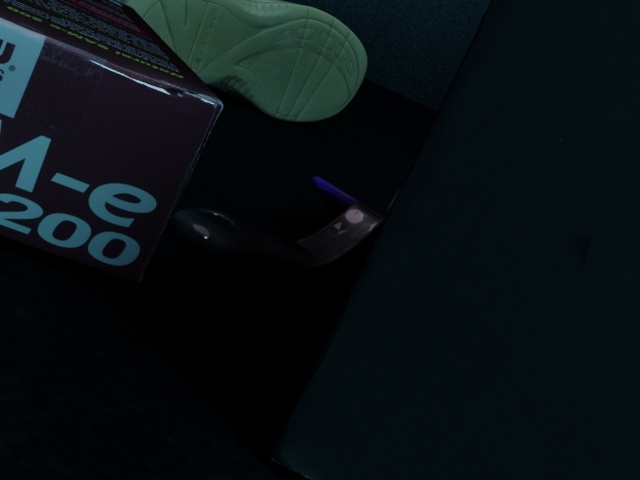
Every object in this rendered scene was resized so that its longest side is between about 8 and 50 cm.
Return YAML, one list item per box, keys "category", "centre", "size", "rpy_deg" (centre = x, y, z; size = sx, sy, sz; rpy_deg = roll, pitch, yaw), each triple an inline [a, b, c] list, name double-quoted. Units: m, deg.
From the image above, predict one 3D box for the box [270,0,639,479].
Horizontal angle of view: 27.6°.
- category: "box"
  centre: [0.092, -0.013, 0.443]
  size: [0.103, 0.184, 0.261]
  rpy_deg: [25, 10, 9]

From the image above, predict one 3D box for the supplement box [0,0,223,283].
- category: "supplement box"
  centre: [-0.130, -0.070, 0.513]
  size: [0.130, 0.073, 0.239]
  rpy_deg: [21, 10, -20]

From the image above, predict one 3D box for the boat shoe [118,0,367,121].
- category: "boat shoe"
  centre: [-0.075, -0.170, 1.091]
  size: [0.285, 0.103, 0.092]
  rpy_deg: [5, 27, -47]

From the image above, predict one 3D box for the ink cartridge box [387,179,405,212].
- category: "ink cartridge box"
  centre: [0.147, -0.016, 0.681]
  size: [0.127, 0.128, 0.176]
  rpy_deg: [34, 3, 33]

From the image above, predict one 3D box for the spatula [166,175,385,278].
- category: "spatula"
  centre: [0.000, 0.000, 0.589]
  size: [0.084, 0.030, 0.296]
  rpy_deg: [33, 12, 15]
